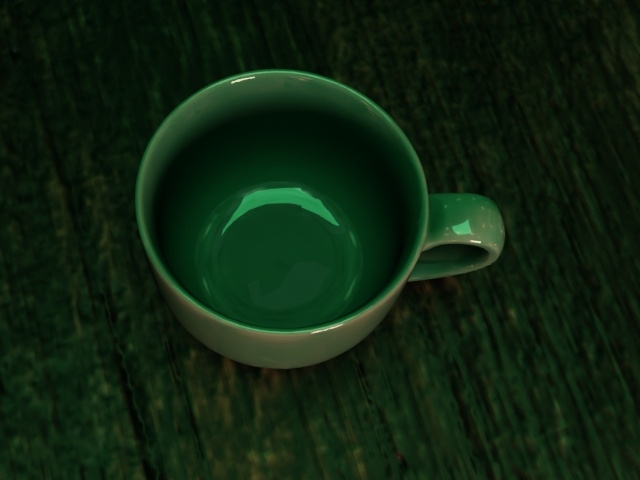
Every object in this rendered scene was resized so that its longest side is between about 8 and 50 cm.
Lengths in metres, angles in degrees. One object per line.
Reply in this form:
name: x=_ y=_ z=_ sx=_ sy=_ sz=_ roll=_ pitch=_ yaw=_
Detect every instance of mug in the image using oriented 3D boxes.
mug: x=-0.008 y=0.004 z=0.430 sx=0.157 sy=0.097 sz=0.129 roll=35 pitch=71 yaw=9
